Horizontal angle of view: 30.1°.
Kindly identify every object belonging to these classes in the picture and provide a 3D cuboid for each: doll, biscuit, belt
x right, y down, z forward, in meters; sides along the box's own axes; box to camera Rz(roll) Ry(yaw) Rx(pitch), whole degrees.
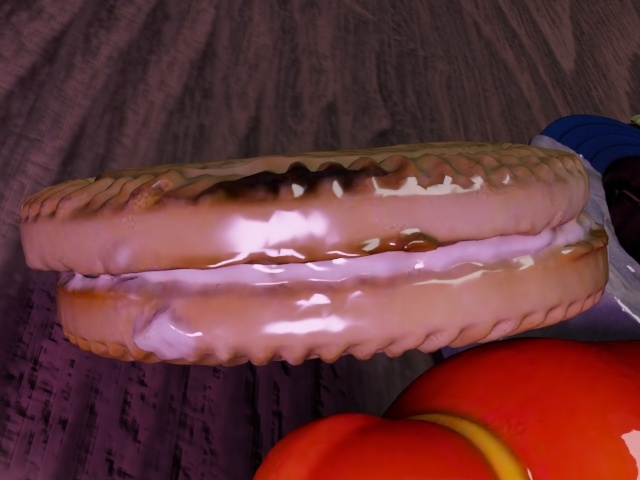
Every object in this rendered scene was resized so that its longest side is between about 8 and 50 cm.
[{"bbox_3d":[0.103,0.117,0.472,0.363,0.182,0.160,7,76,-34],"label":"doll"},{"bbox_3d":[0.000,0.000,0.515,0.259,0.079,0.259,-4,5,0],"label":"biscuit"},{"bbox_3d":[0.200,0.026,0.783,0.212,0.117,0.347,40,28,5],"label":"belt"}]

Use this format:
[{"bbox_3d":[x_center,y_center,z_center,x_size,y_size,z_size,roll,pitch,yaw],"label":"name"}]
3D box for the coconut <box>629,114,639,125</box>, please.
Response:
[{"bbox_3d":[0.396,-0.089,1.244,0.158,0.055,0.133,36,26,7],"label":"coconut"}]
